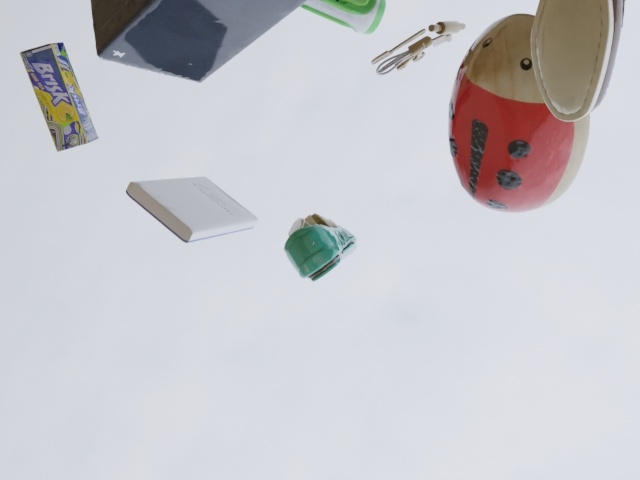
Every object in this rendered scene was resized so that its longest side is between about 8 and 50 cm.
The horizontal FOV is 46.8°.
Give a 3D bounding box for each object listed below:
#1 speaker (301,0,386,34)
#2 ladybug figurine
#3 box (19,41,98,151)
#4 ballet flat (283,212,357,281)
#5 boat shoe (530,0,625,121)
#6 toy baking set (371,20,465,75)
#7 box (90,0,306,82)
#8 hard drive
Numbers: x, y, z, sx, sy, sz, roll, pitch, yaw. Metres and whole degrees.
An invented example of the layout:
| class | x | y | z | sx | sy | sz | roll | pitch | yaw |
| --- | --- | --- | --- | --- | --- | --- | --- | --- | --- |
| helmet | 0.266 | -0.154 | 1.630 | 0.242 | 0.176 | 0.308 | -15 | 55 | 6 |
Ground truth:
| class | x | y | z | sx | sy | sz | roll | pitch | yaw |
| --- | --- | --- | --- | --- | --- | --- | --- | --- | --- |
| speaker | 0.025 | -0.667 | 2.013 | 0.131 | 0.297 | 0.131 | -53 | -152 | 43 |
| ladybug figurine | 0.368 | -0.219 | 1.465 | 0.162 | 0.449 | 0.305 | -31 | -132 | -23 |
| box | -0.430 | -0.237 | 1.221 | 0.059 | 0.168 | 0.054 | -14 | -165 | 6 |
| ballet flat | 0.000 | 0.000 | 1.069 | 0.083 | 0.247 | 0.087 | -34 | -92 | 9 |
| boat shoe | 0.332 | -0.315 | 0.923 | 0.117 | 0.097 | 0.324 | 11 | -69 | 53 |
| toy baking set | 0.231 | -0.450 | 1.739 | 0.197 | 0.256 | 0.030 | -35 | -97 | 35 |
| box | -0.273 | -0.679 | 1.609 | 0.480 | 0.297 | 0.471 | -23 | -111 | 42 |
| hard drive | -0.317 | -0.086 | 1.884 | 0.210 | 0.319 | 0.040 | 38 | -70 | 15 |
